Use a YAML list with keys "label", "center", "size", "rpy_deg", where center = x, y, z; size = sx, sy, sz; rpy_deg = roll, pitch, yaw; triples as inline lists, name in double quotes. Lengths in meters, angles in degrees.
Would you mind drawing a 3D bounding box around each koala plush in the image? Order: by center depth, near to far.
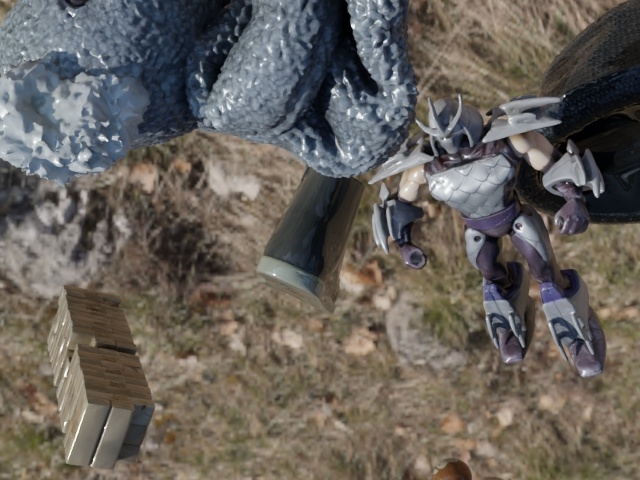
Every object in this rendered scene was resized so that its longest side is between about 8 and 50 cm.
- label: "koala plush"
  center: [-0.073, -0.109, 0.544]
  size: [0.221, 0.196, 0.203]
  rpy_deg: [-15, 126, -4]

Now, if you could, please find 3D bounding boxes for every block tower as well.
- label: "block tower"
  center: [-0.301, 0.176, 1.324]
  size: [0.091, 0.335, 0.097]
  rpy_deg: [15, 107, -24]

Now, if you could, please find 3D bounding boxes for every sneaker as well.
- label: "sneaker"
  center: [0.000, 0.000, 0.940]
  size: [0.083, 0.118, 0.222]
  rpy_deg: [25, 173, 1]

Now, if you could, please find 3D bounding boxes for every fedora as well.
- label: "fedora"
  center: [0.340, -0.145, 0.992]
  size: [0.334, 0.152, 0.334]
  rpy_deg: [-2, 153, -1]

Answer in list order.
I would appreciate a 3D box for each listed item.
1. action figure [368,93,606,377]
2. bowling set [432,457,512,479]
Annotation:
- label: "action figure"
  center: [0.149, -0.009, 0.811]
  size: [0.185, 0.099, 0.285]
  rpy_deg: [-9, 132, 31]
- label: "bowling set"
  center: [0.178, 0.367, 1.267]
  size: [0.287, 0.200, 0.154]
  rpy_deg: [-30, 149, 0]
